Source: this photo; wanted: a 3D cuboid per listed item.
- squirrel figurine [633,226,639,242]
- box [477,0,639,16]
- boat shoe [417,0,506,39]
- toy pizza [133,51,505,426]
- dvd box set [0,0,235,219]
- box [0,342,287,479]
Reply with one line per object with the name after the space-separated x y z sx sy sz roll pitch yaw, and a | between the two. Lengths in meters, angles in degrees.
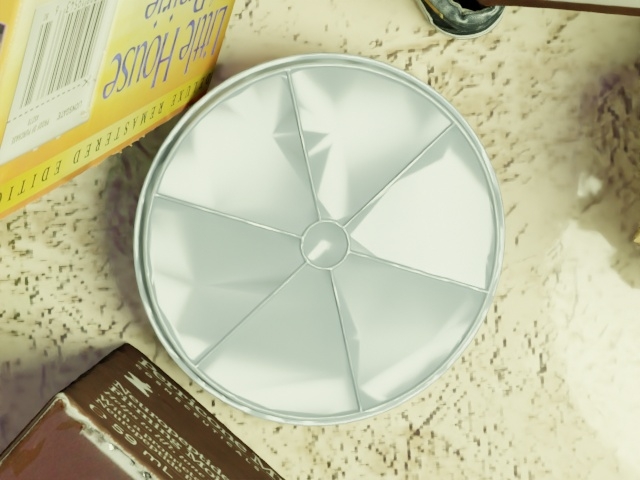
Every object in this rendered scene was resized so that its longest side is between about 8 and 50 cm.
0.360 -0.023 0.745 0.397 0.281 0.370 9 104 15 | squirrel figurine
0.182 -0.294 0.685 0.191 0.143 0.381 11 75 36 | box
0.050 -0.193 0.799 0.065 0.083 0.183 -27 92 3 | boat shoe
0.000 0.000 0.824 0.201 0.032 0.201 -2 99 -10 | toy pizza
-0.058 -0.234 0.637 0.062 0.307 0.420 22 111 8 | dvd box set
-0.104 0.174 0.763 0.168 0.203 0.167 41 93 -1 | box
